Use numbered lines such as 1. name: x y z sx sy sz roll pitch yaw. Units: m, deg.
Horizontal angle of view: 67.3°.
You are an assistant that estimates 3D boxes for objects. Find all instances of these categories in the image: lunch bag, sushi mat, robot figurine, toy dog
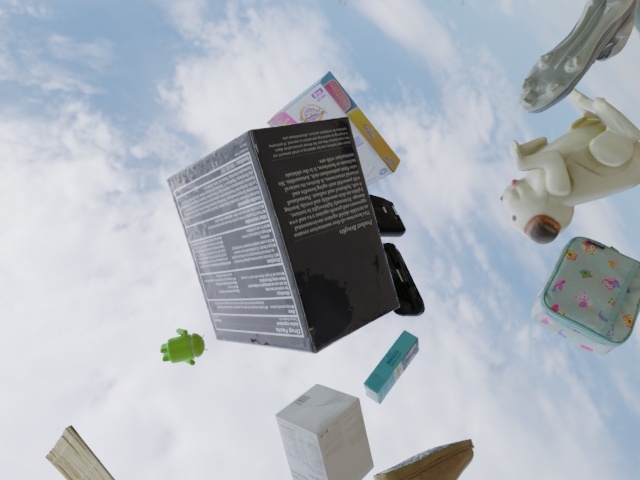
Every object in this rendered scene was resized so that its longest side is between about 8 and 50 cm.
1. lunch bag: 0.681 0.131 1.198 0.224 0.107 0.279 30 -117 22
2. sushi mat: -0.421 0.514 0.948 0.316 0.151 0.019 45 -150 9
3. robot figurine: -0.353 0.279 1.247 0.115 0.067 0.101 -12 -77 -10
4. toy dog: 0.729 -0.183 1.428 0.396 0.408 0.284 34 -154 -16

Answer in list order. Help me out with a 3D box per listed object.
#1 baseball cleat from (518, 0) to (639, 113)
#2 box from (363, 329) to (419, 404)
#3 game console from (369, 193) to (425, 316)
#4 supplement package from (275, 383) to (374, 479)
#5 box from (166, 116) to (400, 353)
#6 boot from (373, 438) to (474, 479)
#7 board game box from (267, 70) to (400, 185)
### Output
1. baseball cleat: 0.365 -0.253 0.661 0.110 0.205 0.072 17 -154 -44
2. box: 0.245 0.431 1.640 0.060 0.100 0.244 28 -119 31
3. game console: 0.136 0.022 1.155 0.213 0.044 0.361 1 -128 -31
4. supplement package: 0.015 0.640 1.531 0.199 0.198 0.262 -25 -71 -41
5. box: -0.069 -0.001 0.755 0.183 0.296 0.293 -18 -85 -37
6. boot: 0.219 0.504 0.817 0.236 0.089 0.269 -7 -114 -31
7. board game box: 0.036 -0.280 1.362 0.316 0.242 0.064 48 -132 -19
